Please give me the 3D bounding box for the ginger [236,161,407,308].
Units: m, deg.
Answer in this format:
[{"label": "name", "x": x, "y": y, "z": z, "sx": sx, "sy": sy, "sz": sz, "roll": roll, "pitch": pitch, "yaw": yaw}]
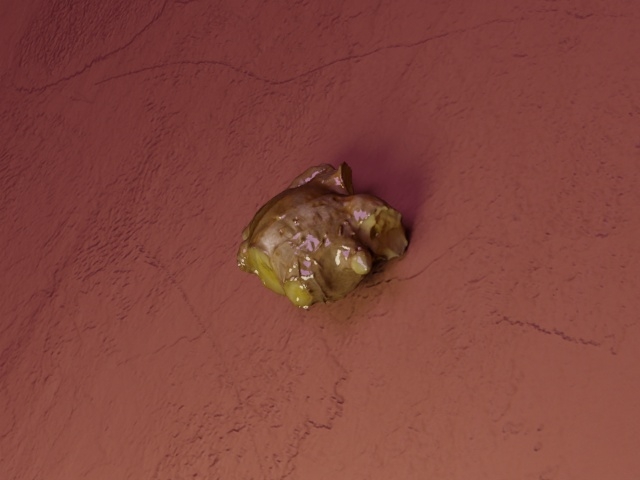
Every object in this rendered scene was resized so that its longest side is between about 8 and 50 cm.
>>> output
[{"label": "ginger", "x": 0.000, "y": 0.000, "z": 2.012, "sx": 0.157, "sy": 0.102, "sz": 0.216, "roll": -34, "pitch": 31, "yaw": -14}]
